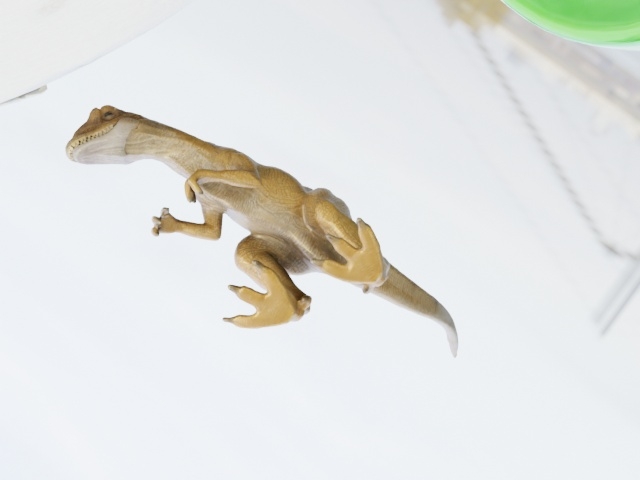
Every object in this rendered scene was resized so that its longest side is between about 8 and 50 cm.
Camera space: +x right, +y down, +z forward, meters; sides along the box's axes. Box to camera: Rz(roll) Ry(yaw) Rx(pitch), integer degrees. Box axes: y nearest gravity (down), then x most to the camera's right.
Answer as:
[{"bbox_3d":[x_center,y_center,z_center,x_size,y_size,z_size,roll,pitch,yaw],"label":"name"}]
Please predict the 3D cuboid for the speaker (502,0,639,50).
[{"bbox_3d":[0.167,-0.141,0.616,0.131,0.131,0.296,39,-142,27],"label":"speaker"}]

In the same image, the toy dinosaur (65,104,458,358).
[{"bbox_3d":[0.000,0.000,0.797,0.211,0.064,0.112,33,-164,-19],"label":"toy dinosaur"}]

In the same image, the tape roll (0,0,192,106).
[{"bbox_3d":[-0.125,-0.183,0.745,0.072,0.392,0.392,57,-164,20],"label":"tape roll"}]
